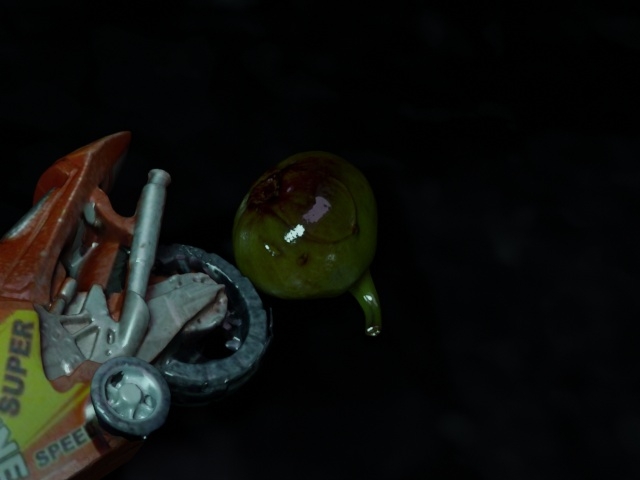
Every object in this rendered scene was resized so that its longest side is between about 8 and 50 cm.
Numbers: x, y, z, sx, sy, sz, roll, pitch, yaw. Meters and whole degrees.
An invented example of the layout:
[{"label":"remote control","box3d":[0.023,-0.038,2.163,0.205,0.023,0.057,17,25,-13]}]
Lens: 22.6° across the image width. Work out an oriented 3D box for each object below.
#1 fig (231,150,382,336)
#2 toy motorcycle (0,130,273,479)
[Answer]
[{"label":"fig","box3d":[0.000,0.000,0.873,0.098,0.082,0.084,46,16,-34]},{"label":"toy motorcycle","box3d":[-0.156,0.057,0.737,0.171,0.089,0.298,45,49,15]}]
